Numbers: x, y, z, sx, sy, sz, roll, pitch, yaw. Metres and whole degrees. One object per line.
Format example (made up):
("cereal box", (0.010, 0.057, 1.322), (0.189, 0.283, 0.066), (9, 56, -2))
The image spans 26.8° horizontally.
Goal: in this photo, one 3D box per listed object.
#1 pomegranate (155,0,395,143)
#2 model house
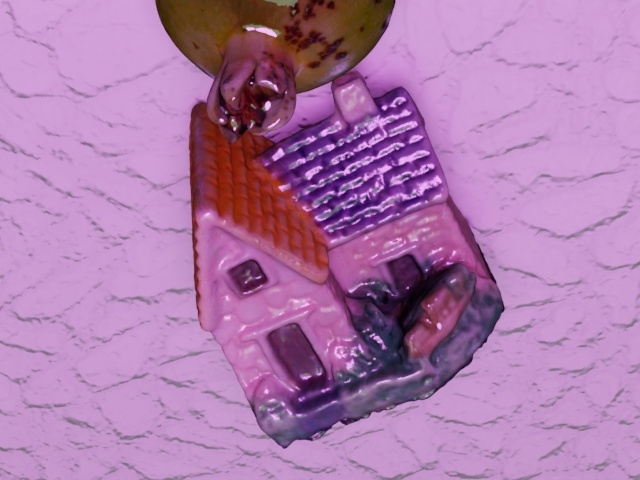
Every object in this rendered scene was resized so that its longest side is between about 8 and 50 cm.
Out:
("pomegranate", (-0.049, -0.176, 1.008), (0.210, 0.179, 0.179), (-51, 119, -21))
("model house", (0.000, 0.000, 1.117), (0.237, 0.202, 0.237), (-22, 121, 14))
